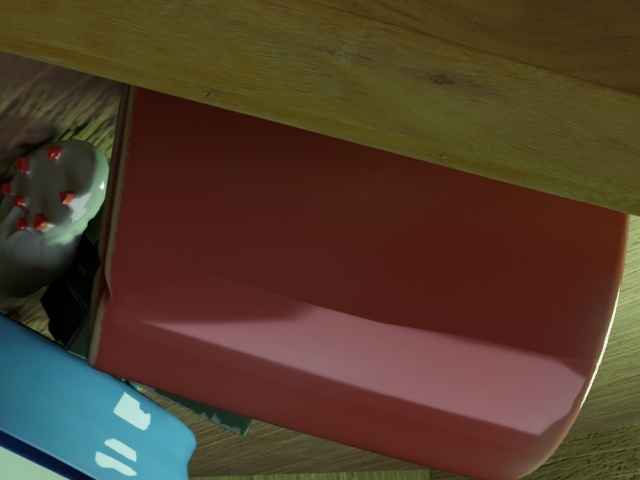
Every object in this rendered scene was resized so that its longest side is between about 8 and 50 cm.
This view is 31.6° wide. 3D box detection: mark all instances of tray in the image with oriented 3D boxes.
[{"bbox_3d":[0.080,-0.105,0.383,0.410,0.076,0.203,13,146,-12],"label":"tray"}]

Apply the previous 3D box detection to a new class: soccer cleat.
[{"bbox_3d":[-0.198,-0.014,0.821,0.076,0.068,0.196,-1,153,-44],"label":"soccer cleat"}]

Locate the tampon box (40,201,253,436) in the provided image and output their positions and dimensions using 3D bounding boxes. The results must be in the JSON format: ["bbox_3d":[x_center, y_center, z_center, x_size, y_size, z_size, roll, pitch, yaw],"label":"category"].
[{"bbox_3d":[-0.114,0.057,0.875,0.161,0.101,0.120,32,180,-28],"label":"tampon box"}]

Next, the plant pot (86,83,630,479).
[{"bbox_3d":[0.002,-0.011,0.640,0.243,0.275,0.275,9,160,-12],"label":"plant pot"}]

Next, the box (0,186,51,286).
[{"bbox_3d":[-0.244,0.003,0.957,0.164,0.021,0.201,-19,159,37],"label":"box"}]

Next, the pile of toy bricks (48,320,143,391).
[{"bbox_3d":[-0.200,0.097,1.137,0.105,0.118,0.212,-34,173,-23],"label":"pile of toy bricks"}]

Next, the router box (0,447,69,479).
[{"bbox_3d":[-0.428,0.254,1.236,0.335,0.301,0.082,8,159,-39],"label":"router box"}]

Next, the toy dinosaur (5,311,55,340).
[{"bbox_3d":[-0.325,0.125,1.226,0.064,0.112,0.211,-26,-155,0],"label":"toy dinosaur"}]

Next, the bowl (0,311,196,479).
[{"bbox_3d":[-0.280,0.119,0.948,0.391,0.077,0.391,23,163,8],"label":"bowl"}]
